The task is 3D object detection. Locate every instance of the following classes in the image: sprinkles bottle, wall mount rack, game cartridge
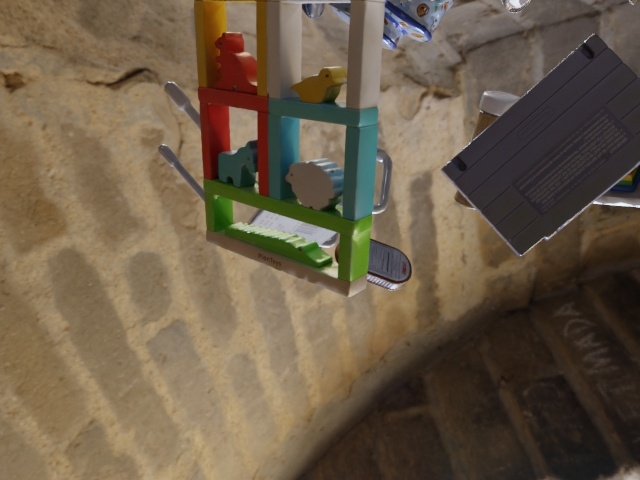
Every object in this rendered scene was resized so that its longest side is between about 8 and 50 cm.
[{"bbox_3d":[0.517,-0.275,1.734,0.121,0.121,0.356,-93,11,-62],"label":"sprinkles bottle"},{"bbox_3d":[-0.081,-0.080,0.787,0.350,0.303,0.131,143,136,-67],"label":"wall mount rack"},{"bbox_3d":[0.428,-0.165,1.016,0.230,0.355,0.068,49,-170,2],"label":"game cartridge"}]

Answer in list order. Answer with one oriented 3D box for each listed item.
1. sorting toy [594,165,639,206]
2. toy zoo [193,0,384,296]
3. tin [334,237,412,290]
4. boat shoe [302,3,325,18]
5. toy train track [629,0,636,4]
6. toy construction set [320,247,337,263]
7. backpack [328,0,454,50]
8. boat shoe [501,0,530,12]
[{"bbox_3d":[0.602,-0.200,1.184,0.256,0.257,0.089,-53,-50,-25],"label":"sorting toy"},{"bbox_3d":[-0.035,-0.114,0.485,0.030,0.192,0.294,-22,-59,-46],"label":"toy zoo"},{"bbox_3d":[0.125,0.049,1.297,0.040,0.189,0.106,127,158,-53],"label":"tin"},{"bbox_3d":[-0.016,-0.737,1.572,0.089,0.108,0.258,57,164,31],"label":"boat shoe"},{"bbox_3d":[0.624,-0.517,1.157,0.083,0.048,0.014,28,-175,-24],"label":"toy train track"},{"bbox_3d":[0.000,0.000,1.837,0.215,0.151,0.328,2,-99,-55],"label":"toy construction set"},{"bbox_3d":[0.152,-0.538,1.222,0.277,0.263,0.213,-71,7,-67],"label":"backpack"},{"bbox_3d":[0.580,-0.750,1.542,0.324,0.116,0.097,95,171,-66],"label":"boat shoe"}]
